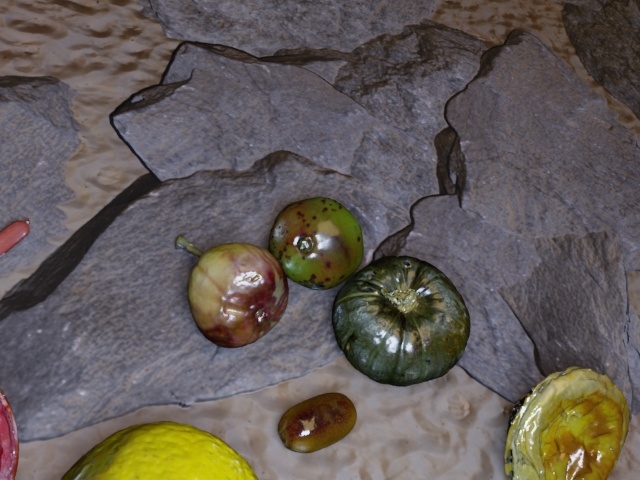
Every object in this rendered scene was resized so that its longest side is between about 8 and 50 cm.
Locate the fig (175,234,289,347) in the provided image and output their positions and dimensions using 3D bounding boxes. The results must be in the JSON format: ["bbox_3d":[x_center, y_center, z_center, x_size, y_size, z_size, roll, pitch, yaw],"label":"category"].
[{"bbox_3d":[-0.157,0.054,1.153,0.231,0.160,0.143,40,9,13],"label":"fig"}]

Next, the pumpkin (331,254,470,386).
[{"bbox_3d":[0.130,0.126,1.202,0.223,0.157,0.224,4,54,-5],"label":"pumpkin"}]

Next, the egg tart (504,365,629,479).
[{"bbox_3d":[0.368,0.302,1.158,0.241,0.241,0.106,-7,14,-27],"label":"egg tart"}]

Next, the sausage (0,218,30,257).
[{"bbox_3d":[-0.508,0.044,1.091,0.034,0.034,0.253,32,49,5],"label":"sausage"}]

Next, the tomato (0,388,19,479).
[{"bbox_3d":[-0.431,0.234,0.904,0.189,0.099,0.173,14,87,7],"label":"tomato"}]

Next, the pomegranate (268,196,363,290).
[{"bbox_3d":[0.000,0.000,1.267,0.159,0.159,0.205,38,23,10],"label":"pomegranate"}]

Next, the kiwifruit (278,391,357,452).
[{"bbox_3d":[-0.003,0.264,1.092,0.124,0.075,0.075,-21,63,-30],"label":"kiwifruit"}]

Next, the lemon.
[{"bbox_3d":[-0.192,0.343,0.835,0.253,0.253,0.310,33,49,6],"label":"lemon"}]
